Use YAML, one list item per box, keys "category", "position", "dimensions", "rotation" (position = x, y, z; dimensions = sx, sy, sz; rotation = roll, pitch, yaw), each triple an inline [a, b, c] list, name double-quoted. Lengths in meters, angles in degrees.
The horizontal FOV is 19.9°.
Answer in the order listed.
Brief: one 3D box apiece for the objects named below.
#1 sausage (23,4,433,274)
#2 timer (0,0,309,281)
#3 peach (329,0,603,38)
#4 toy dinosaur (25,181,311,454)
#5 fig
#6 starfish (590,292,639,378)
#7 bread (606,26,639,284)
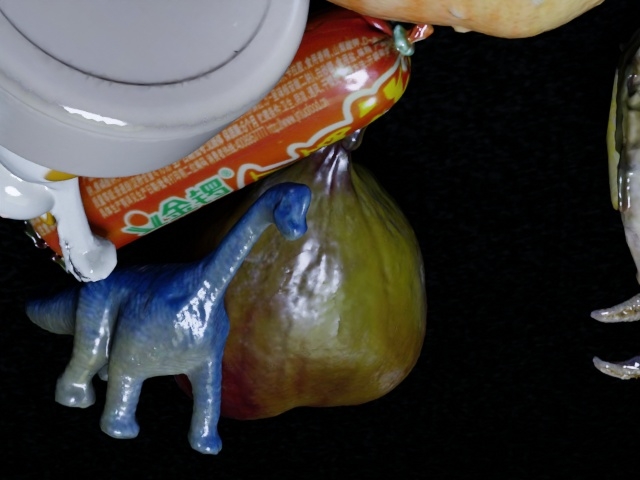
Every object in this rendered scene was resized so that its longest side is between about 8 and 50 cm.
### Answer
- category: "sausage"
  position: [-0.051, -0.065, 1.017]
  dimensions: [0.264, 0.083, 0.083]
  rotation: [-25, 148, 24]
- category: "timer"
  position: [-0.129, -0.075, 0.901]
  dimensions: [0.175, 0.175, 0.266]
  rotation: [2, 156, -21]
- category: "peach"
  position: [0.071, -0.168, 0.746]
  dimensions: [0.232, 0.232, 0.232]
  rotation: [-8, 151, -5]
- category: "toy dinosaur"
  position: [-0.102, 0.016, 1.082]
  dimensions: [0.075, 0.248, 0.188]
  rotation: [4, 109, -39]
- category: "fig"
  position: [0.001, 0.002, 1.106]
  dimensions: [0.170, 0.145, 0.274]
  rotation: [-1, 136, -20]
- category: "starfish"
  position: [0.292, 0.038, 1.336]
  dimensions: [0.238, 0.057, 0.213]
  rotation: [9, 138, -38]
- category: "bread"
  position: [0.250, -0.056, 1.033]
  dimensions: [0.170, 0.197, 0.197]
  rotation: [-3, 152, 7]
